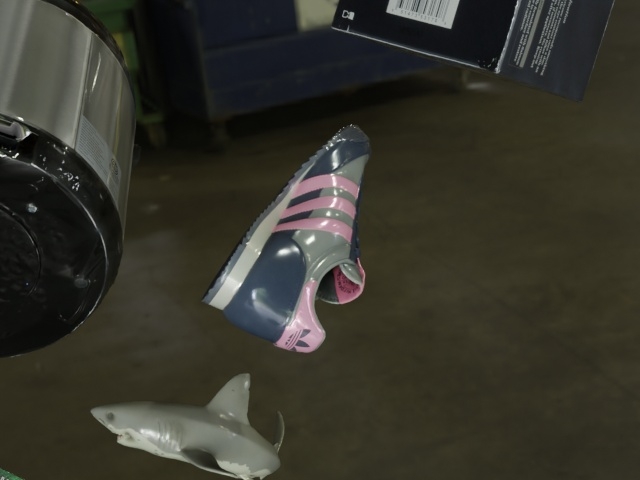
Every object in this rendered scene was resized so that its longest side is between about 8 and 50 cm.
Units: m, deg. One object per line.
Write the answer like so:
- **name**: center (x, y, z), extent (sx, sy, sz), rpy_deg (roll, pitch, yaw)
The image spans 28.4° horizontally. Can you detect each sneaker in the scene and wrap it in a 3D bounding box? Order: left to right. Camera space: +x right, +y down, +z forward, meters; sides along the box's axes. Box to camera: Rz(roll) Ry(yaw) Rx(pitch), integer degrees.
- **sneaker**: center (0.000, 0.000, 1.325), extent (0.131, 0.112, 0.319), rpy_deg (36, 46, 0)

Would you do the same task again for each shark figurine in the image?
- **shark figurine**: center (-0.091, 0.203, 1.375), extent (0.166, 0.116, 0.278), rpy_deg (9, -11, 40)

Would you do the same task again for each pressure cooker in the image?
- **pressure cooker**: center (-0.401, -0.111, 1.516), extent (0.375, 0.370, 0.420), rpy_deg (10, 41, -12)

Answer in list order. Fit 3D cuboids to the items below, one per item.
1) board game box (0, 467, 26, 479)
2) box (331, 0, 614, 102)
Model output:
- **board game box**: center (-0.340, 0.291, 1.458), extent (0.136, 0.260, 0.030), rpy_deg (-6, 54, 58)
- **box**: center (0.122, -0.180, 0.995), extent (0.156, 0.093, 0.158), rpy_deg (22, 9, 33)
